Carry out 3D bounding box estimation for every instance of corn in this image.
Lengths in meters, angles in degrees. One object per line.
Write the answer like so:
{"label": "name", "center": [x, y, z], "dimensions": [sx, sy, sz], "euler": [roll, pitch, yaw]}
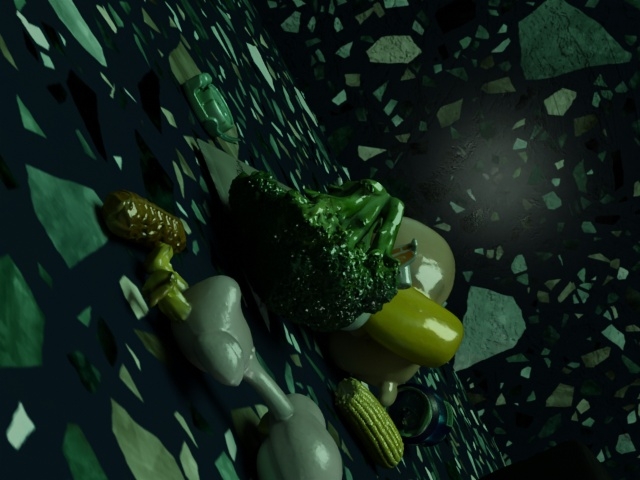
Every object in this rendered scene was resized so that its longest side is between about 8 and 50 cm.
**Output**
{"label": "corn", "center": [0.080, 0.300, 1.680], "dimensions": [0.165, 0.063, 0.085], "euler": [55, 36, -29]}

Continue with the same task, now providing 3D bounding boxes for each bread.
{"label": "bread", "center": [-0.191, -0.018, 1.120], "dimensions": [0.052, 0.044, 0.157], "euler": [69, 11, 16]}

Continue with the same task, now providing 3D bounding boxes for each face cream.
{"label": "face cream", "center": [-0.100, -0.062, 1.690], "dimensions": [0.314, 0.089, 0.143], "euler": [25, 39, -58]}

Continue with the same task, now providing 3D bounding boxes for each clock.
{"label": "clock", "center": [-0.183, -0.220, 1.748], "dimensions": [0.135, 0.041, 0.101], "euler": [61, 9, -10]}

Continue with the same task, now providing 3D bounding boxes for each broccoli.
{"label": "broccoli", "center": [0.000, 0.000, 1.495], "dimensions": [0.294, 0.245, 0.265], "euler": [25, -32, 26]}

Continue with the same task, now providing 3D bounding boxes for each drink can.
{"label": "drink can", "center": [0.188, 0.339, 1.985], "dimensions": [0.118, 0.118, 0.205], "euler": [66, 9, 20]}

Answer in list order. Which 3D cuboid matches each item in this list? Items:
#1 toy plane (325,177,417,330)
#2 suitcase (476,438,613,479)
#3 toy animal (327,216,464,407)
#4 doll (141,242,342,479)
{"label": "toy plane", "center": [0.036, 0.025, 1.661], "dimensions": [0.117, 0.244, 0.245], "euler": [108, -41, -69]}
{"label": "suitcase", "center": [0.314, 0.492, 1.547], "dimensions": [0.188, 0.345, 0.339], "euler": [52, 13, -26]}
{"label": "toy animal", "center": [0.091, 0.118, 1.851], "dimensions": [0.277, 0.247, 0.345], "euler": [16, 43, -13]}
{"label": "doll", "center": [-0.071, 0.163, 1.124], "dimensions": [0.365, 0.094, 0.160], "euler": [60, 2, -21]}
